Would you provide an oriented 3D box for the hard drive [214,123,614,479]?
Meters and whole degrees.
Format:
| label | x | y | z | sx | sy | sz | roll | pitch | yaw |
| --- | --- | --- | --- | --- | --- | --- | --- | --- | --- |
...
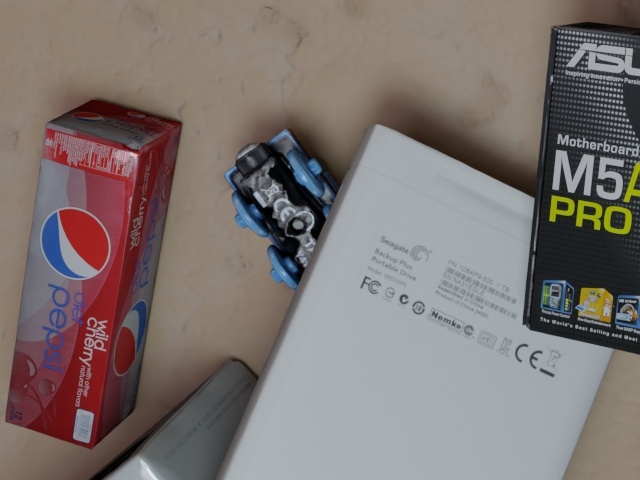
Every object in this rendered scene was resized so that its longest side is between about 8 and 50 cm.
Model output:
| label | x | y | z | sx | sy | sz | roll | pitch | yaw |
| --- | --- | --- | --- | --- | --- | --- | --- | --- | --- |
| hard drive | 0.071 | 0.125 | 1.287 | 0.233 | 0.047 | 0.353 | 25 | 81 | -12 |

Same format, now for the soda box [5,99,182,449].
| label | x | y | z | sx | sy | sz | roll | pitch | yaw |
| --- | --- | --- | --- | --- | --- | --- | --- | --- | --- |
| soda box | -0.183 | 0.027 | 1.436 | 0.083 | 0.092 | 0.263 | 17 | 111 | 13 |

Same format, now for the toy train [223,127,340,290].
| label | x | y | z | sx | sy | sz | roll | pitch | yaw |
| --- | --- | --- | --- | --- | --- | --- | --- | --- | --- |
| toy train | 0.000 | 0.000 | 1.364 | 0.080 | 0.105 | 0.184 | -36 | 93 | 11 |

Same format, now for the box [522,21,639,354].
| label | x | y | z | sx | sy | sz | roll | pitch | yaw |
| --- | --- | --- | --- | --- | --- | --- | --- | --- | --- |
| box | 0.274 | -0.023 | 1.179 | 0.270 | 0.060 | 0.216 | 12 | 106 | 30 |

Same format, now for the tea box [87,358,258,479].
| label | x | y | z | sx | sy | sz | roll | pitch | yaw |
| --- | --- | --- | --- | --- | --- | --- | --- | --- | --- |
| tea box | -0.110 | 0.336 | 1.438 | 0.329 | 0.220 | 0.323 | -39 | 91 | 24 |
